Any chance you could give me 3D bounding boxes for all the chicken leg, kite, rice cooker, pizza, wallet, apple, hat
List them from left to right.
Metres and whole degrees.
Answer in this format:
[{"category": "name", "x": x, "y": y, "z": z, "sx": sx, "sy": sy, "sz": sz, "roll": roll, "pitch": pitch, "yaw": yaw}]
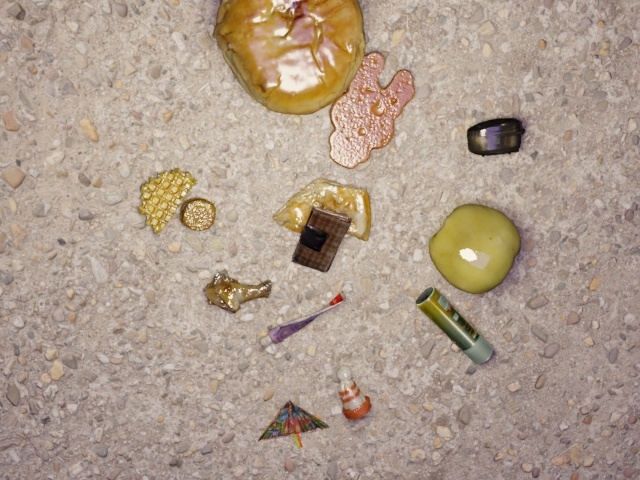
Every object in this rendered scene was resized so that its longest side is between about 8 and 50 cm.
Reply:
[{"category": "chicken leg", "x": -0.249, "y": 0.160, "z": 1.906, "sx": 0.196, "sy": 0.080, "sz": 0.125, "roll": 14, "pitch": 88, "yaw": -7}, {"category": "kite", "x": -0.096, "y": 0.599, "z": 2.041, "sx": 0.241, "sy": 0.014, "sz": 0.184, "roll": -16, "pitch": 105, "yaw": 0}, {"category": "wallet", "x": 0.000, "y": 0.000, "z": 1.849, "sx": 0.124, "sy": 0.042, "sz": 0.230, "roll": 17, "pitch": 137, "yaw": -7}, {"category": "pizza", "x": 0.007, "y": -0.087, "z": 1.870, "sx": 0.296, "sy": 0.071, "sz": 0.189, "roll": 7, "pitch": 105, "yaw": 1}, {"category": "hat", "x": 0.091, "y": 0.476, "z": 1.993, "sx": 0.093, "sy": 0.112, "sz": 0.162, "roll": -29, "pitch": 92, "yaw": -25}, {"category": "apple", "x": 0.449, "y": 0.024, "z": 1.838, "sx": 0.262, "sy": 0.262, "sz": 0.263, "roll": -1, "pitch": 102, "yaw": -3}, {"category": "rice cooker", "x": 0.509, "y": -0.301, "z": 1.834, "sx": 0.165, "sy": 0.112, "sz": 0.107, "roll": -2, "pitch": 108, "yaw": -1}]

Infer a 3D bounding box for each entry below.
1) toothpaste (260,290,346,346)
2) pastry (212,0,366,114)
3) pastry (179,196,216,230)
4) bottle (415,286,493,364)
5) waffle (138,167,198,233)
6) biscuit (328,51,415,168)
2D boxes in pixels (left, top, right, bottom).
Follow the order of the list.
[{"category": "toothpaste", "x": -0.052, "y": 0.244, "z": 1.940, "sx": 0.301, "sy": 0.075, "sz": 0.048, "roll": -30, "pitch": 79, "yaw": 6}, {"category": "pastry", "x": -0.079, "y": -0.535, "z": 1.679, "sx": 0.409, "sy": 0.245, "sz": 0.410, "roll": -1, "pitch": 99, "yaw": -5}, {"category": "pastry", "x": -0.359, "y": -0.076, "z": 1.850, "sx": 0.109, "sy": 0.057, "sz": 0.097, "roll": -24, "pitch": 113, "yaw": -9}, {"category": "bottle", "x": 0.420, "y": 0.268, "z": 1.965, "sx": 0.082, "sy": 0.082, "sz": 0.286, "roll": -45, "pitch": 101, "yaw": 6}, {"category": "waffle", "x": -0.443, "y": -0.121, "z": 1.848, "sx": 0.191, "sy": 0.046, "sz": 0.161, "roll": -22, "pitch": 100, "yaw": 1}, {"category": "biscuit", "x": 0.133, "y": -0.368, "z": 1.830, "sx": 0.202, "sy": 0.047, "sz": 0.334, "roll": 26, "pitch": 97, "yaw": -8}]
